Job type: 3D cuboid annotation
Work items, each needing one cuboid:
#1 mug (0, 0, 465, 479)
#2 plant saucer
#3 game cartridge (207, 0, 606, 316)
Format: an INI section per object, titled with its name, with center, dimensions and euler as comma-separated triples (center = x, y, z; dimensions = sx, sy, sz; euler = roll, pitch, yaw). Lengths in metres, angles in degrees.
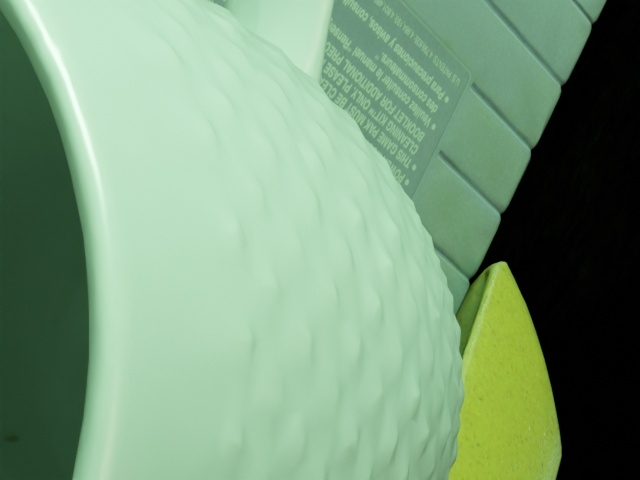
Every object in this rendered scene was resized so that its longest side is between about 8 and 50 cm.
[mug]
center = -0.084, -0.003, 0.627
dimensions = 0.328, 0.276, 0.374
euler = 13, 93, -64
[plant saucer]
center = 0.007, 0.221, 0.945
dimensions = 0.333, 0.081, 0.333
euler = -56, -174, 39
[game cartridge]
center = -0.005, -0.121, 0.865
dimensions = 0.355, 0.068, 0.230
euler = 40, 77, -47
